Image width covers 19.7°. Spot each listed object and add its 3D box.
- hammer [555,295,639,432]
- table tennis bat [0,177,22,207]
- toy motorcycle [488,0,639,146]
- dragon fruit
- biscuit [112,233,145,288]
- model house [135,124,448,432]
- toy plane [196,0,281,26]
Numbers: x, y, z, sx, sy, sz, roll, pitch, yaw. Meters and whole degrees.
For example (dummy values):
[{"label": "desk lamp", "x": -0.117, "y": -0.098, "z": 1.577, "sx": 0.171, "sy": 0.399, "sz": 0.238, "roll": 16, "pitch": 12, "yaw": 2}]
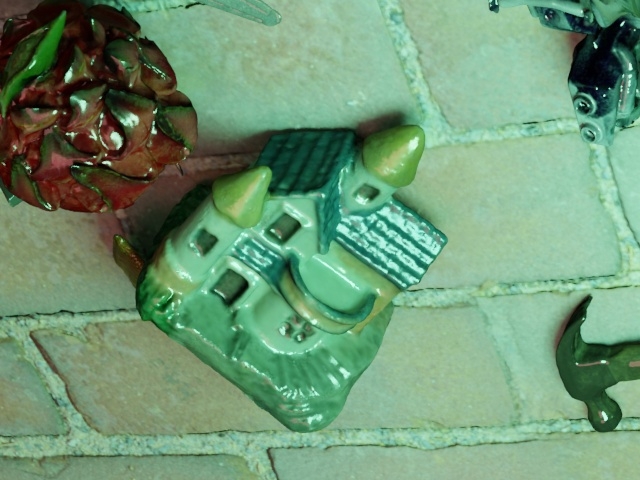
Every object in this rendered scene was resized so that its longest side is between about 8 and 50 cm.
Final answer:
[{"label": "hammer", "x": 0.450, "y": 0.104, "z": 1.895, "sx": 0.439, "sy": 0.044, "sz": 0.168, "roll": -11, "pitch": 124, "yaw": 30}, {"label": "table tennis bat", "x": -0.366, "y": -0.118, "z": 1.969, "sx": 0.220, "sy": 0.130, "sz": 0.019, "roll": 53, "pitch": 175, "yaw": 33}, {"label": "toy motorcycle", "x": 0.237, "y": -0.202, "z": 1.656, "sx": 0.106, "sy": 0.159, "sz": 0.270, "roll": 16, "pitch": 134, "yaw": 40}, {"label": "dragon fruit", "x": -0.219, "y": -0.121, "z": 1.865, "sx": 0.233, "sy": 0.234, "sz": 0.293, "roll": -17, "pitch": 155, "yaw": 34}, {"label": "biscuit", "x": -0.189, "y": 0.056, "z": 2.078, "sx": 0.144, "sy": 0.016, "sz": 0.203, "roll": 48, "pitch": 170, "yaw": 1}, {"label": "model house", "x": 0.000, "y": 0.000, "z": 1.908, "sx": 0.267, "sy": 0.194, "sz": 0.325, "roll": 37, "pitch": 129, "yaw": -9}, {"label": "toy plane", "x": -0.168, "y": -0.287, "z": 1.814, "sx": 0.267, "sy": 0.088, "sz": 0.212, "roll": -7, "pitch": 124, "yaw": 38}]
